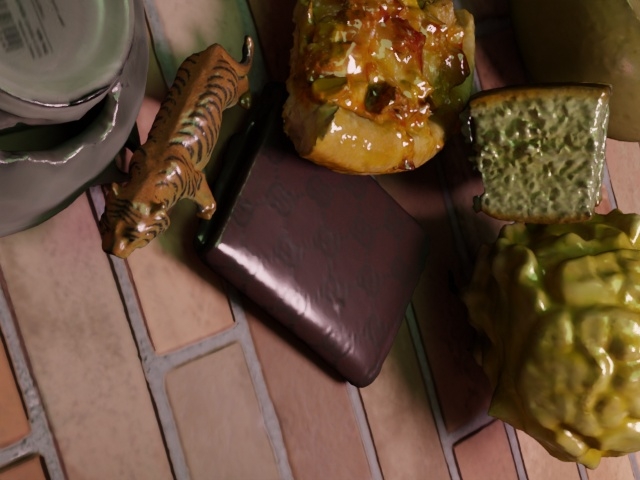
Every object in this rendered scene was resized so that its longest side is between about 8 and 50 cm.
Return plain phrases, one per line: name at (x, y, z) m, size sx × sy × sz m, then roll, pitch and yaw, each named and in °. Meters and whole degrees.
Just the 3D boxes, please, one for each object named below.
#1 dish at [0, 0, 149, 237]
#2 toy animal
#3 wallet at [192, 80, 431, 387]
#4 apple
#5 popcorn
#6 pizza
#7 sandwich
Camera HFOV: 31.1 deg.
dish at (-0.211, -0.140, 0.749) m, size 0.303 × 0.120 × 0.303 m, roll 11°, pitch 74°, yaw -42°
toy animal at (-0.096, -0.074, 0.857) m, size 0.057 × 0.099 × 0.241 m, roll 20°, pitch 62°, yaw 7°
wallet at (0.000, 0.000, 0.980) m, size 0.229 × 0.049 × 0.182 m, roll 43°, pitch 55°, yaw -33°
apple at (0.332, -0.251, 1.225) m, size 0.258 × 0.233 × 0.295 m, roll 42°, pitch 64°, yaw -7°
popcorn at (0.232, 0.083, 1.072) m, size 0.225 × 0.249 × 0.249 m, roll 10°, pitch 71°, yaw -6°
pizza at (0.054, -0.175, 1.005) m, size 0.335 × 0.086 × 0.226 m, roll -41°, pitch 110°, yaw -52°
sandwich at (0.211, -0.093, 1.090) m, size 0.236 × 0.128 × 0.122 m, roll -37°, pitch 127°, yaw -71°
